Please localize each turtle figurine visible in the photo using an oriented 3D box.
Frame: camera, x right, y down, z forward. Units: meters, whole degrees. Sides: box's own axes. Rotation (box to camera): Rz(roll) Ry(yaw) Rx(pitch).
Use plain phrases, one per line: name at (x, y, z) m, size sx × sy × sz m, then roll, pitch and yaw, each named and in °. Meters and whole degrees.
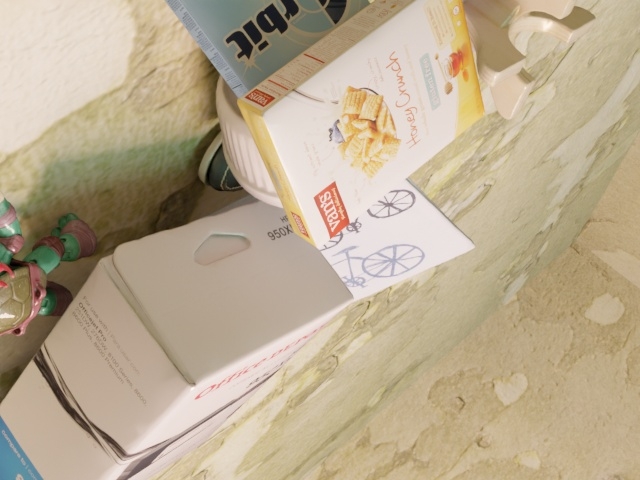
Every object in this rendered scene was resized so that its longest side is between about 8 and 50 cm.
turtle figurine at (-0.311, 0.038, 0.815) m, size 0.175 × 0.118 × 0.234 m, roll -46°, pitch 168°, yaw 16°

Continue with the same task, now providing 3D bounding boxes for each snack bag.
snack bag at (0.000, 0.000, 1.165) m, size 0.323 × 0.037 × 0.342 m, roll -25°, pitch 145°, yaw 21°

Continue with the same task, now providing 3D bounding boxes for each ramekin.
ramekin at (-0.016, -0.147, 0.941) m, size 0.207 × 0.207 × 0.109 m, roll -42°, pitch 149°, yaw -16°

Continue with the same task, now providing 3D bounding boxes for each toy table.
toy table at (0.262, -0.315, 1.229) m, size 0.252 × 0.161 × 0.274 m, roll -38°, pitch 157°, yaw -24°

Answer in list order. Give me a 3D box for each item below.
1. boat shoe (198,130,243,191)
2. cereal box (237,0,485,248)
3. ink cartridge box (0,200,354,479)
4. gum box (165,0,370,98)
boat shoe at (-0.011, -0.131, 1.103) m, size 0.319 × 0.099 × 0.116 m, roll -29°, pitch 153°, yaw -38°
cereal box at (0.049, -0.127, 0.830) m, size 0.240 × 0.047 × 0.173 m, roll -40°, pitch 135°, yaw -17°
ink cartridge box at (-0.188, 0.152, 1.026) m, size 0.285 × 0.166 × 0.395 m, roll -24°, pitch 162°, yaw -51°
gum box at (-0.038, -0.214, 0.826) m, size 0.157 × 0.184 × 0.041 m, roll -41°, pitch -164°, yaw -16°
